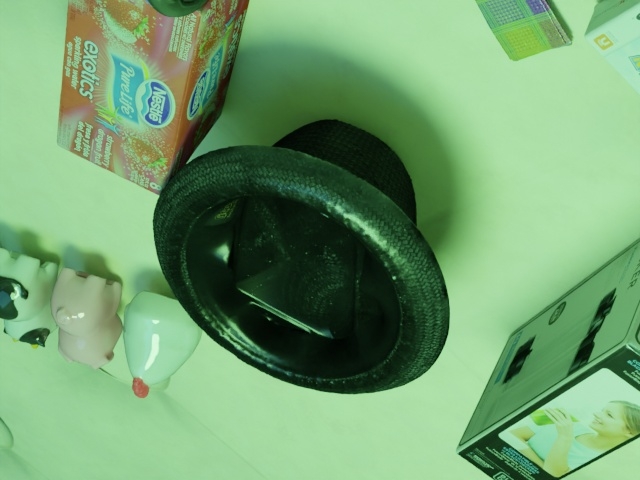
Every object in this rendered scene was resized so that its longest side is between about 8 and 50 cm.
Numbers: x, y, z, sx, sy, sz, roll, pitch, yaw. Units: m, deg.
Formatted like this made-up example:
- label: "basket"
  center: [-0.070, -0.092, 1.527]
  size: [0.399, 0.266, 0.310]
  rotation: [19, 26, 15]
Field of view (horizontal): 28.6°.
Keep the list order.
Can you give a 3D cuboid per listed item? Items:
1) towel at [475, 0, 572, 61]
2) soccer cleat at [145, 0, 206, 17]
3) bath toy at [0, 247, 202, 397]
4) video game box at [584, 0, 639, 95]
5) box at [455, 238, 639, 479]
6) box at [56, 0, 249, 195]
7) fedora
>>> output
- label: "towel"
  center: [0.160, -0.182, 1.011]
  size: [0.060, 0.009, 0.083]
  rotation: [-11, 127, 43]
- label: "soccer cleat"
  center: [-0.150, -0.324, 0.932]
  size: [0.116, 0.108, 0.318]
  rotation: [6, 118, 38]
- label: "bath toy"
  center: [-0.310, 0.100, 1.562]
  size: [0.348, 0.129, 0.151]
  rotation: [14, 175, 21]
- label: "video game box"
  center: [0.330, -0.134, 0.924]
  size: [0.205, 0.048, 0.187]
  rotation: [41, 144, -15]
- label: "box"
  center: [0.257, 0.113, 1.164]
  size: [0.087, 0.169, 0.290]
  rotation: [36, 145, -5]
- label: "box"
  center: [-0.148, -0.177, 1.125]
  size: [0.122, 0.128, 0.257]
  rotation: [27, 143, 4]
- label: "fedora"
  center: [0.000, 0.000, 1.212]
  size: [0.334, 0.153, 0.334]
  rotation: [18, 142, 15]
